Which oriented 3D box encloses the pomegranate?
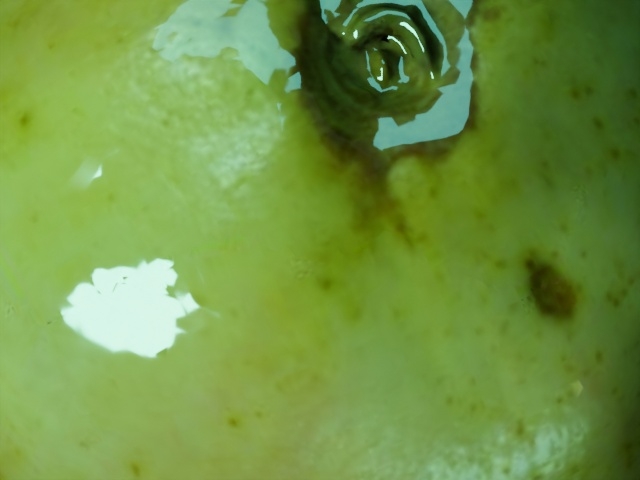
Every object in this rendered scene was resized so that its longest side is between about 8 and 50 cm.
[{"bbox_3d":[0.000,0.000,0.687,0.411,0.411,0.411,-2,38,1],"label":"pomegranate"}]
